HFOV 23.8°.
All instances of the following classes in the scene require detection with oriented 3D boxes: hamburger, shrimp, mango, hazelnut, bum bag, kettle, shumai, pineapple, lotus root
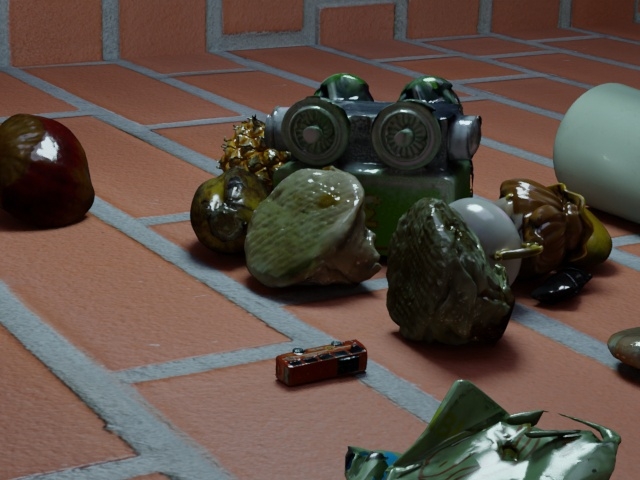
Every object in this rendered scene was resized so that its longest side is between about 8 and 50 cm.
[{"bbox_3d":[0.166,0.217,1.259,0.276,0.150,0.260,0,18,-6],"label":"hamburger"},{"bbox_3d":[0.457,0.134,1.737,0.254,0.059,0.145,2,6,21],"label":"shrimp"},{"bbox_3d":[0.347,-0.012,2.173,0.163,0.089,0.111,20,35,25],"label":"mango"},{"bbox_3d":[-0.442,-0.100,2.337,0.170,0.160,0.202,-14,57,-10],"label":"hazelnut"},{"bbox_3d":[0.322,0.058,2.017,0.058,0.034,0.124,-7,11,25],"label":"bum bag"},{"bbox_3d":[0.547,-0.094,2.344,0.205,0.265,0.318,-39,31,-16],"label":"kettle"},{"bbox_3d":[0.171,0.038,1.825,0.142,0.184,0.184,1,15,-24],"label":"shumai"},{"bbox_3d":[-0.095,-0.087,2.331,0.137,0.176,0.161,-54,24,-18],"label":"pineapple"},{"bbox_3d":[-0.128,-0.041,2.186,0.120,0.120,0.209,1,18,-1],"label":"lotus root"},{"bbox_3d":[0.000,0.000,2.050,0.201,0.120,0.201,-22,43,23],"label":"shumai"}]

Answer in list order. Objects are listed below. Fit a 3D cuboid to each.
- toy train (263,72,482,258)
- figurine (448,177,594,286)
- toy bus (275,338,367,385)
[{"bbox_3d":[0.076,-0.103,2.169,0.307,0.249,0.173,5,19,14],"label":"toy train"},{"bbox_3d":[0.250,-0.003,2.029,0.263,0.142,0.189,-17,21,-42],"label":"figurine"},{"bbox_3d":[0.003,0.139,1.723,0.110,0.031,0.043,-10,22,-28],"label":"toy bus"}]
